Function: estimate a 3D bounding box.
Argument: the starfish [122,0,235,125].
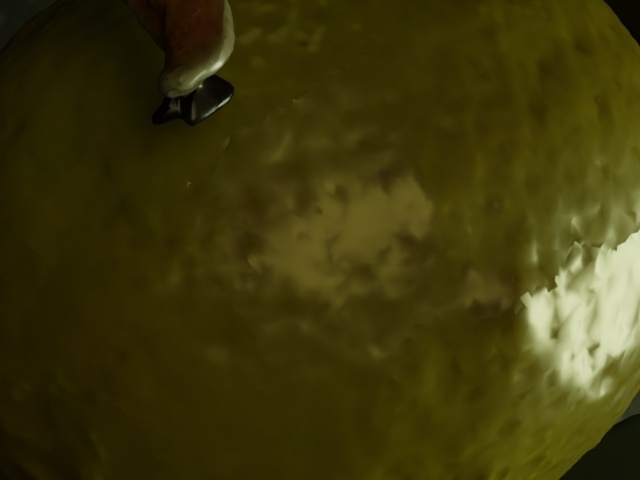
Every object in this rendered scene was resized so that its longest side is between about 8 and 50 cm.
[{"bbox_3d":[-0.144,-0.195,0.494,0.383,0.132,0.398,20,52,17],"label":"starfish"}]

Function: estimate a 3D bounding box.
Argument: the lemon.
[{"bbox_3d":[0.000,0.000,0.524,0.288,0.233,0.233,-26,92,-35],"label":"lemon"}]

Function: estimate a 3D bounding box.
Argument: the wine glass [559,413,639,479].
[{"bbox_3d":[0.057,0.144,0.595,0.231,0.103,0.103,-16,88,-29],"label":"wine glass"}]

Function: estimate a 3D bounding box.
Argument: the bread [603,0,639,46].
[{"bbox_3d":[0.175,-0.126,0.725,0.226,0.049,0.088,36,69,-14],"label":"bread"}]
